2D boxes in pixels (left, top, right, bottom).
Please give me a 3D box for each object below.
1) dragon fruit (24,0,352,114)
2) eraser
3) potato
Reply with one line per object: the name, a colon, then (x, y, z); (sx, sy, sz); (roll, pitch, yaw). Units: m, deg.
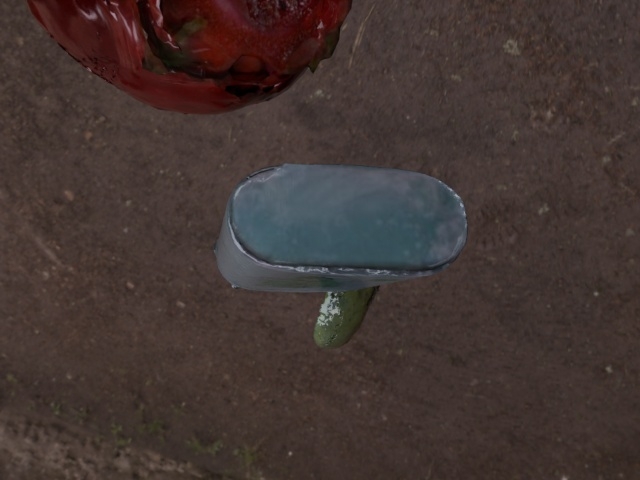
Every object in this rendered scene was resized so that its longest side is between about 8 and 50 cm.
dragon fruit: (-0.110, -0.261, 0.580); (0.296, 0.301, 0.295); (-21, 143, -17)
eraser: (0.000, 0.000, 0.588); (0.174, 0.081, 0.227); (0, 174, -10)
potato: (0.050, 0.044, 0.834); (0.054, 0.119, 0.198); (22, 88, 15)
